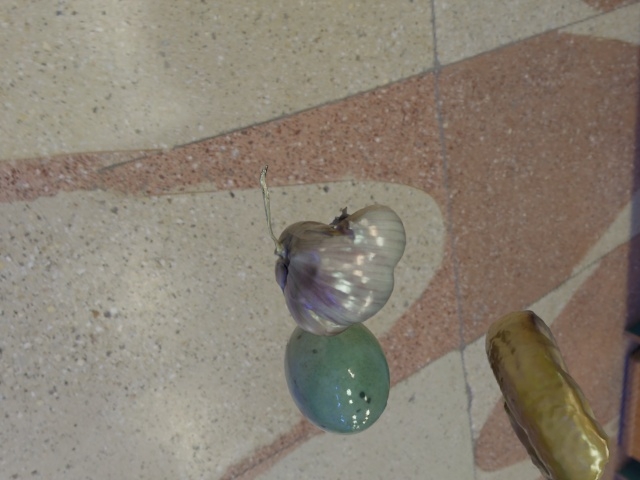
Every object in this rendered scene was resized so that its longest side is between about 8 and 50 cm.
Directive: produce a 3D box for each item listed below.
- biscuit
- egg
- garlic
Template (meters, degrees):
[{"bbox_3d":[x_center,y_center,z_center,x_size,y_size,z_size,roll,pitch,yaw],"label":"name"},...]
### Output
[{"bbox_3d":[0.263,0.188,0.754,0.091,0.213,0.274,-31,149,15],"label":"biscuit"},{"bbox_3d":[0.025,0.211,1.056,0.169,0.237,0.169,-5,120,-9],"label":"egg"},{"bbox_3d":[0.000,0.000,0.935,0.207,0.207,0.257,-40,93,-17],"label":"garlic"}]
